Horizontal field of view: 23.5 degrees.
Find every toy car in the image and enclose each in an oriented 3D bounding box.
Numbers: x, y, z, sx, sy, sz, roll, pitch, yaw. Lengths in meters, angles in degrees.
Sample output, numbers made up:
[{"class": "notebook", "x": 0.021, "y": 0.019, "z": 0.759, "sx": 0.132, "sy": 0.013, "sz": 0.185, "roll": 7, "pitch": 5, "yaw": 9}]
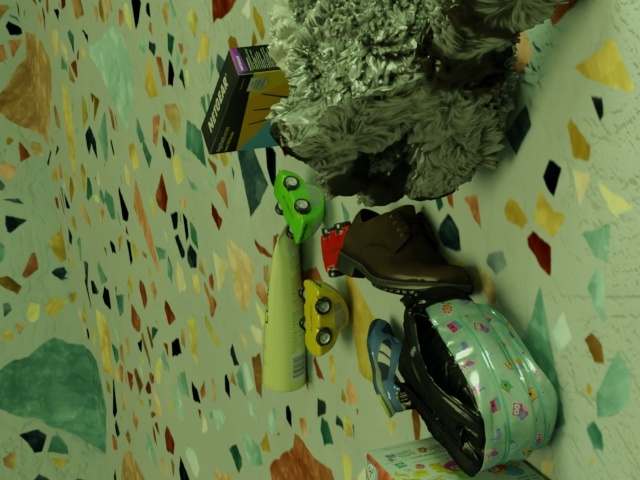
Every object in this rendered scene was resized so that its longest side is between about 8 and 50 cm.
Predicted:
[{"class": "toy car", "x": 0.000, "y": 0.000, "z": 1.946, "sx": 0.239, "sy": 0.053, "sz": 0.225, "roll": 109, "pitch": 145, "yaw": -48}]

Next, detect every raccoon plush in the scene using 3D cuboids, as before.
[{"class": "raccoon plush", "x": 0.110, "y": -0.239, "z": 1.522, "sx": 0.446, "sy": 0.216, "sz": 0.299, "roll": -35, "pitch": 47, "yaw": 34}]

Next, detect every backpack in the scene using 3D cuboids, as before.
[{"class": "backpack", "x": 0.154, "y": 0.144, "z": 1.546, "sx": 0.182, "sy": 0.115, "sz": 0.152, "roll": -124, "pitch": 21, "yaw": -44}]

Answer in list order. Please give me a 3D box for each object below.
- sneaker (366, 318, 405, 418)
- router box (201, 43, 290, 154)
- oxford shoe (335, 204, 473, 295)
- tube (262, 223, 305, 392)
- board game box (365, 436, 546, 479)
[{"class": "sneaker", "x": 0.090, "y": 0.144, "z": 1.792, "sx": 0.144, "sy": 0.059, "sz": 0.053, "roll": -101, "pitch": -15, "yaw": -48}, {"class": "router box", "x": -0.067, "y": -0.180, "z": 1.930, "sx": 0.179, "sy": 0.133, "sz": 0.046, "roll": 117, "pitch": 139, "yaw": -56}, {"class": "oxford shoe", "x": 0.092, "y": 0.010, "z": 1.694, "sx": 0.227, "sy": 0.082, "sz": 0.096, "roll": 23, "pitch": 102, "yaw": 55}, {"class": "tube", "x": -0.049, "y": 0.088, "z": 2.089, "sx": 0.070, "sy": 0.062, "sz": 0.240, "roll": 37, "pitch": 132, "yaw": 53}, {"class": "board game box", "x": 0.167, "y": 0.316, "z": 1.542, "sx": 0.275, "sy": 0.144, "sz": 0.142, "roll": -144, "pitch": 48, "yaw": -61}]
